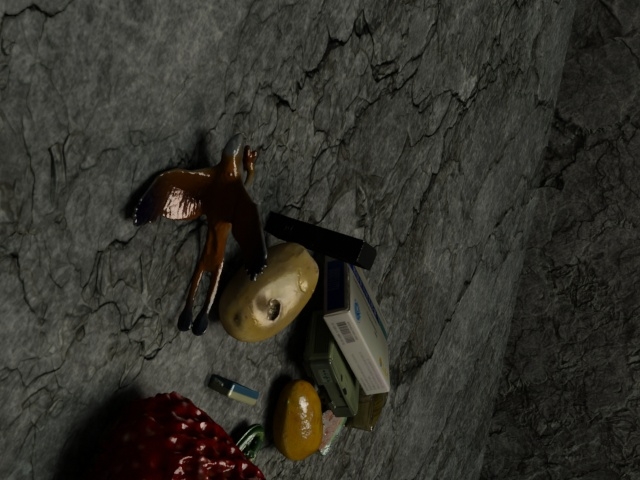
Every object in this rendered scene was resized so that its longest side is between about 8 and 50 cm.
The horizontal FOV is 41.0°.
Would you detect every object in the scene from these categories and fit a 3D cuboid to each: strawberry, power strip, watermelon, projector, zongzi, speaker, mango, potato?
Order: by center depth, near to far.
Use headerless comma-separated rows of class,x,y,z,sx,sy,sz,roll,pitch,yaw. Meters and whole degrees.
strawberry,-0.224,0.437,1.398,0.317,0.345,0.295,-50,147,-38
potato,-0.103,0.102,1.666,0.234,0.146,0.150,-39,97,-28
speaker,0.000,0.000,1.708,0.082,0.218,0.044,34,77,-61
power strip,-0.176,0.303,1.735,0.032,0.056,0.123,-66,152,-10
mango,-0.052,0.416,1.984,0.147,0.109,0.227,-45,141,-39
projector,0.029,0.281,2.039,0.269,0.088,0.193,69,22,-47
watermelon,-0.002,0.451,2.157,0.139,0.071,0.187,17,99,-57
zongzi,0.139,0.369,2.333,0.242,0.112,0.221,-48,145,-54

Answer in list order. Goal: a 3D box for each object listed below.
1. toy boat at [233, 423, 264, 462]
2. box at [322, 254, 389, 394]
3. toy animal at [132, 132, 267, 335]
toy boat,-0.181,0.490,1.844,0.210,0.052,0.104,-63,150,-17
box,0.086,0.187,1.992,0.343,0.065,0.200,63,21,-46
toy animal,-0.165,-0.025,1.488,0.284,0.225,0.302,102,8,-56
